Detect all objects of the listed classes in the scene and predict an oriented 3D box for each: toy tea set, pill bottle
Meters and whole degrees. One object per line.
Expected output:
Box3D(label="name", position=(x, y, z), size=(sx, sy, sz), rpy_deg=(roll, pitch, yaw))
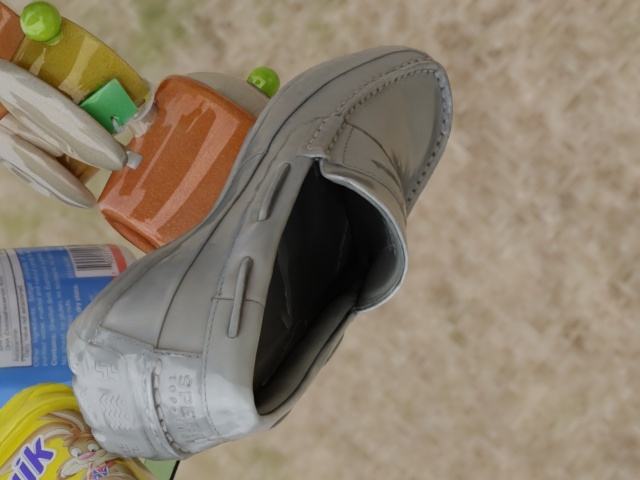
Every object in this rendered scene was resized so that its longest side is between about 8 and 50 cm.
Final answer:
Box3D(label="toy tea set", position=(-0.126, -0.105, 1.052), size=(0.200, 0.124, 0.336), rpy_deg=(30, 168, 24))
Box3D(label="pill bottle", position=(-0.215, 0.067, 1.150), size=(0.124, 0.222, 0.124), rpy_deg=(177, 90, -73))

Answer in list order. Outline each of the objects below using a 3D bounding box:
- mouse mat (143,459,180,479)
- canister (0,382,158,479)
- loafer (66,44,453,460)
Box3D(label="mouse mat", position=(-0.107, 0.150, 1.322), size=(0.007, 0.152, 0.190), rpy_deg=(24, 159, -8))
Box3D(label="canister", position=(-0.118, 0.154, 0.934), size=(0.073, 0.126, 0.170), rpy_deg=(43, 175, -35))
Box3D(label="loafer", position=(0.000, 0.000, 0.984), size=(0.111, 0.319, 0.112), rpy_deg=(1, 125, 32))
